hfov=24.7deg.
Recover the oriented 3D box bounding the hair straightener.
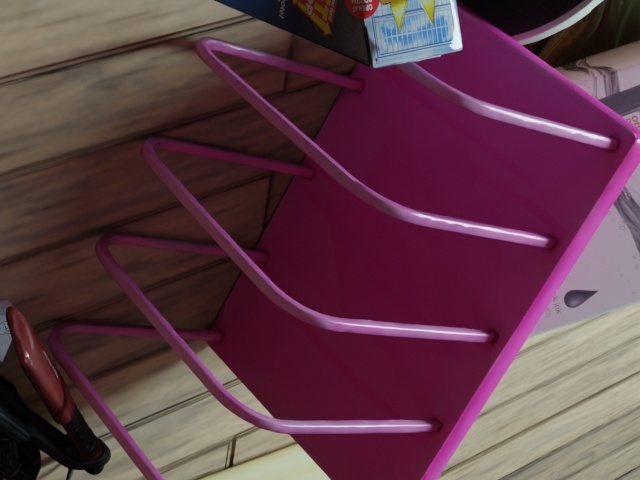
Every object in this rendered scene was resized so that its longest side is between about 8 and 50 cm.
[{"bbox_3d":[-0.188,0.111,0.884,0.089,0.047,0.230,-22,156,-5],"label":"hair straightener"}]

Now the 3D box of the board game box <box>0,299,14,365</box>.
[{"bbox_3d":[-0.227,0.077,0.842,0.090,0.020,0.090,-2,126,-48],"label":"board game box"}]

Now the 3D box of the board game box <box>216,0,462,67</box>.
[{"bbox_3d":[-0.003,-0.174,0.680,0.060,0.194,0.194,-17,136,-36],"label":"board game box"}]

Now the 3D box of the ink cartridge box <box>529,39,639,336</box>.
[{"bbox_3d":[0.186,-0.038,0.976,0.218,0.092,0.158,-18,101,2],"label":"ink cartridge box"}]

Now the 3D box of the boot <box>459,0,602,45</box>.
[{"bbox_3d":[0.202,-0.205,0.917,0.244,0.088,0.176,-33,172,39],"label":"boot"}]

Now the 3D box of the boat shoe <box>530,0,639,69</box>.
[{"bbox_3d":[0.207,-0.153,1.034,0.080,0.073,0.223,39,101,-17],"label":"boat shoe"}]

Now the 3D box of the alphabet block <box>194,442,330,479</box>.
[{"bbox_3d":[-0.008,0.287,1.139,0.197,0.192,0.193,-13,135,-37],"label":"alphabet block"}]

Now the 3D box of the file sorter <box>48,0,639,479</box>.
[{"bbox_3d":[0.000,0.000,0.852,0.182,0.202,0.290,7,119,-48],"label":"file sorter"}]
